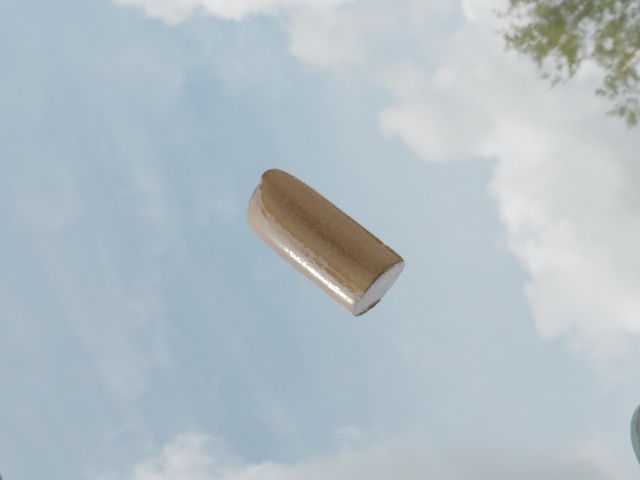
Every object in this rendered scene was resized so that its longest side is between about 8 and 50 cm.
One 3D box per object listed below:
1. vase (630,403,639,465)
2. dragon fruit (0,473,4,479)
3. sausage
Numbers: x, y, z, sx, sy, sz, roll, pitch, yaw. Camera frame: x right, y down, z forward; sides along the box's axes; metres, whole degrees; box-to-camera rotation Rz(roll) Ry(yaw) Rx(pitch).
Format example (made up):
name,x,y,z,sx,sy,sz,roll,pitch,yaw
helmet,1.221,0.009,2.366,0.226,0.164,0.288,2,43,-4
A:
name,x,y,z,sx,sy,sz,roll,pitch,yaw
vase,0.462,0.167,0.907,0.143,0.299,0.143,19,-126,-28
dragon fruit,-0.357,0.217,0.752,0.209,0.172,0.172,20,-157,39
sausage,0.000,0.000,1.423,0.253,0.123,0.123,40,-142,15
